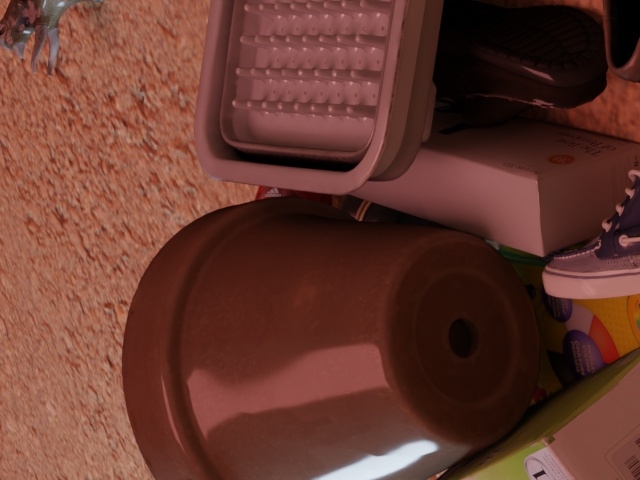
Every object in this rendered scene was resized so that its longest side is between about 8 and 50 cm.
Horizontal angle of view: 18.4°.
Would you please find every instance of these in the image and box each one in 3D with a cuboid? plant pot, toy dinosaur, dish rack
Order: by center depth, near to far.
[{"bbox_3d":[0.025,0.084,1.401,0.229,0.263,0.263,-14,95,51],"label":"plant pot"},{"bbox_3d":[0.015,-0.199,1.424,0.285,0.072,0.332,10,91,59],"label":"dish rack"},{"bbox_3d":[-0.248,-0.321,1.878,0.160,0.121,0.313,46,140,16],"label":"toy dinosaur"}]

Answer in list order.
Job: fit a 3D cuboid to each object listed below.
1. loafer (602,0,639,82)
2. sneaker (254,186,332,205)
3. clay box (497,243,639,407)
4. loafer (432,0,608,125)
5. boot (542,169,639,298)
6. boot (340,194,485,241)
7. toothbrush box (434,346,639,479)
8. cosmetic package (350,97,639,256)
[{"bbox_3d":[0.195,-0.224,1.168,0.096,0.084,0.267,-4,97,63],"label":"loafer"},{"bbox_3d":[0.000,0.000,1.683,0.087,0.128,0.221,8,150,15],"label":"sneaker"},{"bbox_3d":[0.210,0.073,1.379,0.222,0.053,0.127,10,117,58],"label":"clay box"},{"bbox_3d":[0.132,-0.119,1.382,0.220,0.080,0.078,26,137,59],"label":"loafer"},{"bbox_3d":[0.210,-0.013,1.242,0.190,0.069,0.086,-7,96,49],"label":"boot"},{"bbox_3d":[0.074,0.066,1.588,0.137,0.077,0.198,26,130,44],"label":"boot"},{"bbox_3d":[0.199,0.207,1.336,0.206,0.122,0.283,52,158,2],"label":"toothbrush box"},{"bbox_3d":[0.117,-0.052,1.414,0.239,0.099,0.060,19,124,53],"label":"cosmetic package"}]
